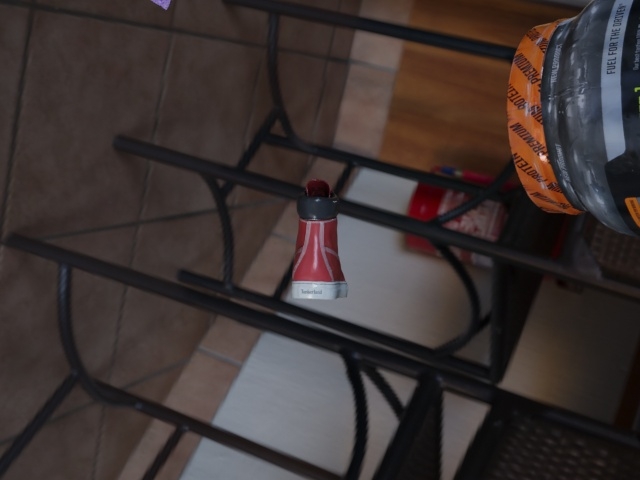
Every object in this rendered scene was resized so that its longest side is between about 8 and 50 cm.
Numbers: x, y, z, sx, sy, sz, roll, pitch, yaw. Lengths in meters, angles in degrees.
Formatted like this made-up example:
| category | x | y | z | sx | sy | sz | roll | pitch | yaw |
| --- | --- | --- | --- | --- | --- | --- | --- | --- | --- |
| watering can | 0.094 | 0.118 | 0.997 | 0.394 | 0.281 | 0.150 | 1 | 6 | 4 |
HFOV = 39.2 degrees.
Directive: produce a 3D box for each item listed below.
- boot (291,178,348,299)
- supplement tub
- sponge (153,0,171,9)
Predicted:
| category | x | y | z | sx | sy | sz | roll | pitch | yaw |
| --- | --- | --- | --- | --- | --- | --- | --- | --- | --- |
| boot | 0.000 | 0.000 | 1.369 | 0.244 | 0.089 | 0.176 | 59 | 33 | -87 |
| supplement tub | 0.327 | -0.105 | 0.667 | 0.207 | 0.338 | 0.207 | 0 | 90 | -52 |
| sponge | -0.148 | -0.384 | 1.095 | 0.210 | 0.031 | 0.117 | -40 | -160 | 59 |
